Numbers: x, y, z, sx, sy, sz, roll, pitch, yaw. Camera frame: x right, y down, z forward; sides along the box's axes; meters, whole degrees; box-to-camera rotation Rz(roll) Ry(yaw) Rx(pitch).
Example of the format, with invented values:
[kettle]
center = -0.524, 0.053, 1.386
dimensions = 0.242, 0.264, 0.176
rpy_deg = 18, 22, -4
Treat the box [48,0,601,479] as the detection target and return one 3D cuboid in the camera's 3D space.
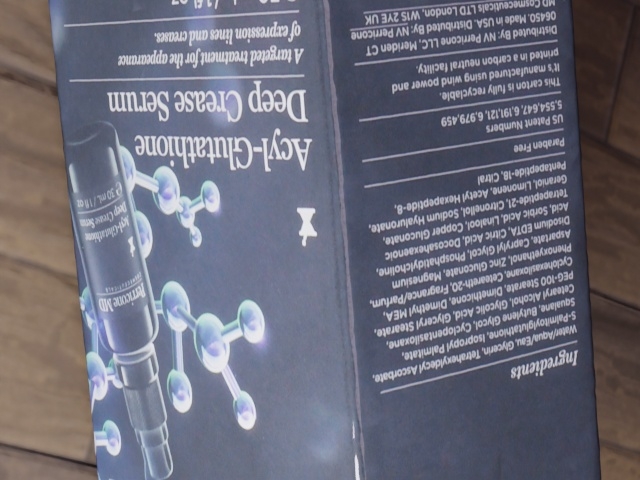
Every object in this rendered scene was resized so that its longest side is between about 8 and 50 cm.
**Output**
[box]
center = 0.000, 0.000, 1.267
dimensions = 0.212, 0.293, 0.395
rpy_deg = -11, 100, -38
